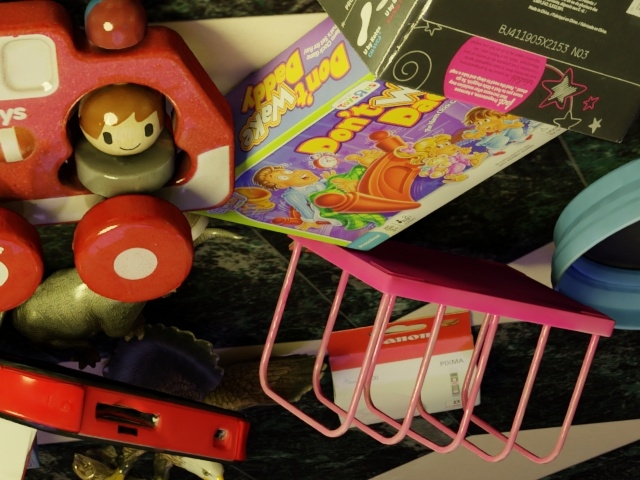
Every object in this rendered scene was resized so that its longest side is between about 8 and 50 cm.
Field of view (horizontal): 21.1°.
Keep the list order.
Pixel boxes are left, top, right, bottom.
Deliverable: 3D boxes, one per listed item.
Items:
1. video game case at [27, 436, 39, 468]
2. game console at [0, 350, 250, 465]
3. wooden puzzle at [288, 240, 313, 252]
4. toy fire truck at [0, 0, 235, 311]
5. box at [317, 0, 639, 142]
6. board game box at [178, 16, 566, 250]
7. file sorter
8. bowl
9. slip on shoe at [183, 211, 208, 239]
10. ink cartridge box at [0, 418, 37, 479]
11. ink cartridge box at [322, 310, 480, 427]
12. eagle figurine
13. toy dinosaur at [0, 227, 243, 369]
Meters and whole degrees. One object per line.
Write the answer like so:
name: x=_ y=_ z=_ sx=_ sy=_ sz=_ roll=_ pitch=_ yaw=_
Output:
video game case: x=-0.478 y=0.225 z=2.100 sx=0.244 sy=0.061 sz=0.269 roll=-4 pitch=156 yaw=-6
game console: x=-0.289 y=0.155 z=1.775 sx=0.342 sy=0.060 sz=0.386 roll=10 pitch=173 yaw=33
wooden puzzle: x=0.000 y=0.000 z=1.832 sx=0.083 sy=0.006 sz=0.049 roll=7 pitch=151 yaw=-31
toy fire truck: x=-0.220 y=-0.088 z=1.404 sx=0.302 sy=0.169 sz=0.254 roll=-5 pitch=136 yaw=-7
box: x=0.139 y=-0.193 z=1.236 sx=0.247 sy=0.142 sz=0.163 roll=10 pitch=122 yaw=-37
board game box: x=0.061 y=-0.110 z=1.522 sx=0.233 sy=0.078 sz=0.347 roll=12 pitch=149 yaw=-38
file sorter: x=0.111 y=0.114 z=1.784 sx=0.290 sy=0.182 sz=0.202 roll=12 pitch=-171 yaw=-32
bowl: x=0.439 y=-0.011 z=1.872 sx=0.391 sy=0.077 sz=0.391 roll=-8 pitch=156 yaw=-3
slip on shoe: x=-0.161 y=-0.032 z=1.606 sx=0.135 sy=0.051 sz=0.041 roll=23 pitch=159 yaw=44
ink cartridge box: x=-0.396 y=0.213 z=1.797 sx=0.271 sy=0.130 sz=0.309 roll=17 pitch=177 yaw=-18
ink cartridge box: x=0.106 y=0.167 z=2.182 sx=0.189 sy=0.066 sz=0.232 roll=-9 pitch=160 yaw=2
eagle figurine: x=-0.161 y=0.205 z=2.070 sx=0.298 sy=0.225 sz=0.226 roll=-57 pitch=179 yaw=22
toy dinosaur: x=-0.231 y=0.060 z=1.753 sx=0.313 sy=0.121 sz=0.160 roll=-9 pitch=170 yaw=11
